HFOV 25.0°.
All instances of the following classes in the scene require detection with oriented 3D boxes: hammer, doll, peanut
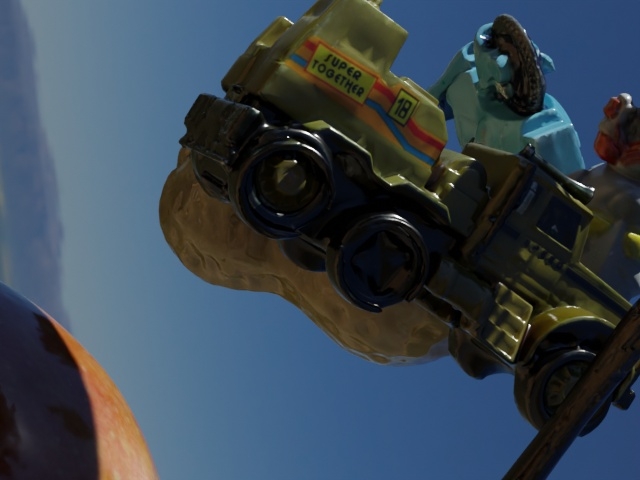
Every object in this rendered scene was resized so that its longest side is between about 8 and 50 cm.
[{"bbox_3d":[0.077,0.066,0.475,0.178,0.021,0.065,-55,176,15],"label":"hammer"},{"bbox_3d":[0.173,-0.020,0.850,0.180,0.094,0.079,-62,-174,16],"label":"doll"},{"bbox_3d":[0.000,0.000,1.069,0.313,0.149,0.149,31,-44,34],"label":"peanut"}]

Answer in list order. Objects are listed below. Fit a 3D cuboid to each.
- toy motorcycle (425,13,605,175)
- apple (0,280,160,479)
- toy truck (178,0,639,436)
[{"bbox_3d":[0.166,-0.054,1.185,0.182,0.123,0.272,-150,-138,-73],"label":"toy motorcycle"},{"bbox_3d":[-0.147,0.094,0.455,0.174,0.188,0.188,47,-27,24],"label":"apple"},{"bbox_3d":[0.059,-0.010,0.739,0.127,0.257,0.127,-53,-160,-4],"label":"toy truck"}]
